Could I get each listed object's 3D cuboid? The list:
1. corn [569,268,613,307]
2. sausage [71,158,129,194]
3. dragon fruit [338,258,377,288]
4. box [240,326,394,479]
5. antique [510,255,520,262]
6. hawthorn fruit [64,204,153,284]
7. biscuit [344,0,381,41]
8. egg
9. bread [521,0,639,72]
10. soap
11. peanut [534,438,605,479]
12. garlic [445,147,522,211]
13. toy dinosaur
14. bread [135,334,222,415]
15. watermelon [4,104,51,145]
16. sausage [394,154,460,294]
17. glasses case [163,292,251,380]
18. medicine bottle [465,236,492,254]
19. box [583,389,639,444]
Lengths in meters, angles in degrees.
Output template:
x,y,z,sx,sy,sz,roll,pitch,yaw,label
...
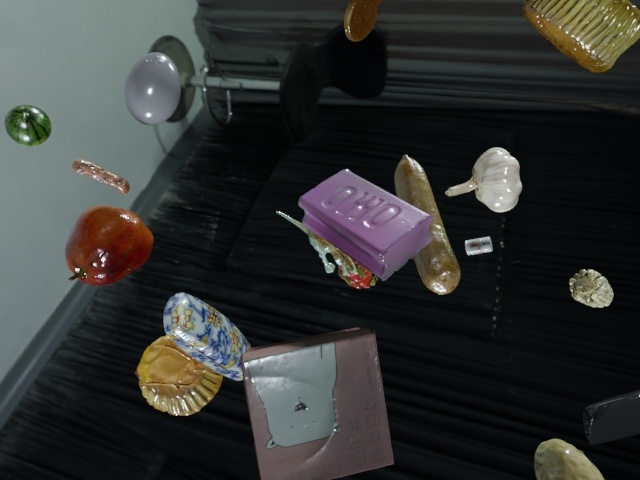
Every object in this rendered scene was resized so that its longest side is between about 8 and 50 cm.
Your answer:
x,y,z,sx,sy,sz,roll,pitch,yaw,label
0.703,0.133,1.197,0.210,0.087,0.087,24,75,-45,corn
-0.540,-0.159,1.162,0.158,0.042,0.036,34,39,-55,sausage
0.158,0.111,1.920,0.166,0.160,0.172,-26,105,-29,dragon fruit
-0.005,0.259,0.742,0.086,0.215,0.215,-169,-110,-79,box
0.661,0.067,1.583,0.192,0.031,0.015,9,66,-67,antique
-0.618,0.028,1.335,0.224,0.224,0.261,80,20,-46,hawthorn fruit
0.111,-0.593,1.177,0.124,0.026,0.175,-8,126,-57,biscuit
-0.463,-0.419,1.295,0.199,0.146,0.146,-70,163,2,egg
0.592,-0.505,1.064,0.142,0.253,0.227,-54,-167,31,bread
0.070,-0.033,0.769,0.122,0.203,0.066,-36,139,-23,soap
0.521,0.522,0.950,0.129,0.129,0.224,81,6,-46,peanut
0.490,-0.168,1.429,0.199,0.225,0.199,-16,90,-87,garlic
0.000,0.000,1.504,0.092,0.393,0.205,-39,153,-7,toy dinosaur
-0.447,0.418,1.491,0.149,0.274,0.274,110,-3,-66,bread
-0.702,-0.280,1.120,0.109,0.108,0.109,9,90,-73,watermelon
0.330,-0.056,1.506,0.136,0.123,0.501,74,5,-60,sausage
-0.196,0.179,0.849,0.248,0.065,0.087,56,24,-47,glasses case
0.581,0.020,1.715,0.057,0.089,0.057,34,51,-55,medicine bottle
0.688,0.387,1.035,0.042,0.201,0.213,-98,161,-47,box
